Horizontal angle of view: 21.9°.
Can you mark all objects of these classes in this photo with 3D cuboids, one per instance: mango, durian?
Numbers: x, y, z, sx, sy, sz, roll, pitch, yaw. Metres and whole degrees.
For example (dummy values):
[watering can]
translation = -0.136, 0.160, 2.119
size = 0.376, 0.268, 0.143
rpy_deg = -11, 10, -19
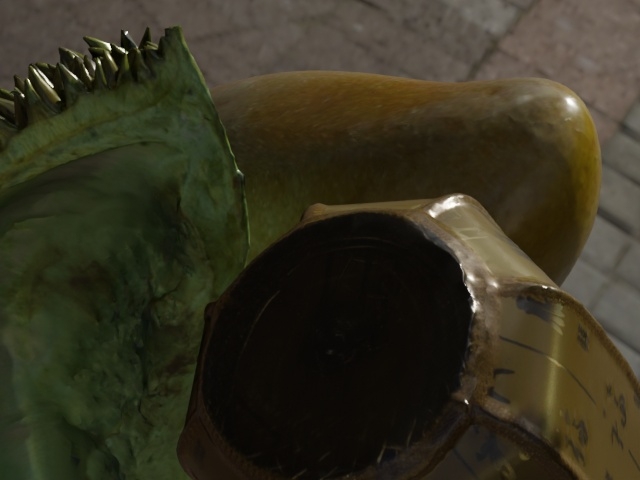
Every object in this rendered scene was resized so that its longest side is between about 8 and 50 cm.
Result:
[mango]
translation = 0.000, 0.000, 0.964
size = 0.199, 0.384, 0.221
rpy_deg = 46, 45, -31
[durian]
translation = -0.133, 0.058, 0.917
size = 0.198, 0.394, 0.163
rpy_deg = 4, 23, 3

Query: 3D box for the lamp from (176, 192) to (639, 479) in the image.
[lamp]
translation = 0.042, 0.078, 0.619
size = 0.185, 0.161, 0.161
rpy_deg = 50, 18, -47
